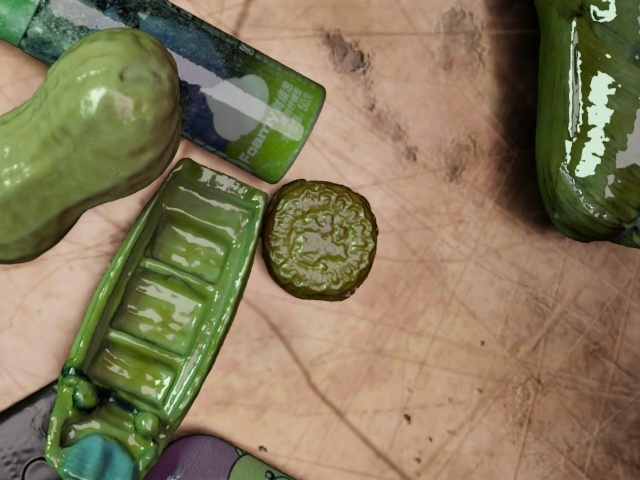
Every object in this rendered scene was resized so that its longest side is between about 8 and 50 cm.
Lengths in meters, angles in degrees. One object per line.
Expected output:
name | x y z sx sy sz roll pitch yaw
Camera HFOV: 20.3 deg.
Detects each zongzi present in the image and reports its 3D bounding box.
zongzi | 0.203 -0.203 1.448 0.393 0.174 0.356 27 90 -8

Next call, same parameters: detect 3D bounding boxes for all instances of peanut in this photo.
peanut | -0.194 -0.063 1.372 0.123 0.123 0.257 47 124 -7

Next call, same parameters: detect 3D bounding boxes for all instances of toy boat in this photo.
toy boat | -0.134 0.073 1.429 0.111 0.084 0.276 24 77 -9

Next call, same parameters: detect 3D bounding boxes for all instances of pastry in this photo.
pastry | 0.000 0.000 1.471 0.097 0.057 0.109 -25 94 -7

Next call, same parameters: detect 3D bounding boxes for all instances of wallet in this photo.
wallet | -0.237 0.171 1.451 0.157 0.018 0.082 -28 94 -9

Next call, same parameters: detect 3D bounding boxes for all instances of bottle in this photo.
bottle | -0.159 -0.160 1.425 0.330 0.093 0.093 28 86 -9

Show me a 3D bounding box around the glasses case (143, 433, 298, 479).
glasses case | -0.009 0.270 1.462 0.316 0.076 0.123 29 86 -9
